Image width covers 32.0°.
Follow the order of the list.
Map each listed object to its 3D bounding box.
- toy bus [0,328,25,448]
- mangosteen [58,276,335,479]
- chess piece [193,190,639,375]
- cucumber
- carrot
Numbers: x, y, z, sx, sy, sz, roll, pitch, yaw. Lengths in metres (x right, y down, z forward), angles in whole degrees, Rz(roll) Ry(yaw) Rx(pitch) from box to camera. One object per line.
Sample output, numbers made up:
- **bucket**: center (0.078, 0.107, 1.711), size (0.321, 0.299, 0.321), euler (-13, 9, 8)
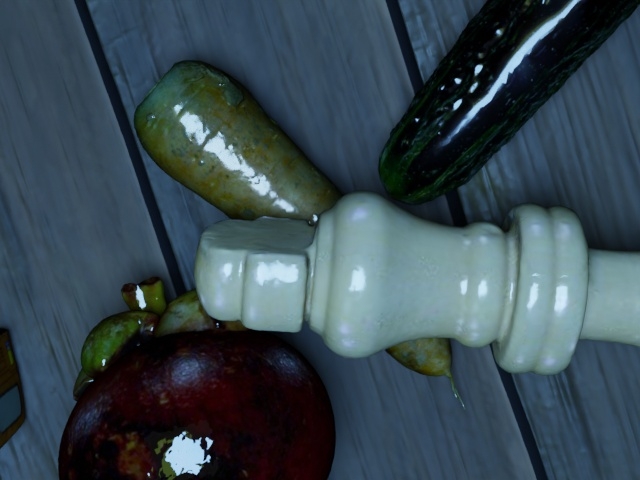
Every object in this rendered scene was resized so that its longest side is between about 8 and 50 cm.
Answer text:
- **toy bus**: center (-0.416, 0.132, 0.795), size (0.409, 0.093, 0.092), euler (-10, 102, 10)
- **mangosteen**: center (-0.086, 0.115, 0.716), size (0.200, 0.200, 0.199), euler (1, 97, 8)
- **chess piece**: center (0.124, 0.027, 0.660), size (0.397, 0.117, 0.117), euler (6, 98, -1)
- **cucumber**: center (0.122, -0.116, 0.696), size (0.074, 0.074, 0.241), euler (41, 102, 2)
- **carrot**: center (0.000, 0.000, 0.736), size (0.298, 0.078, 0.078), euler (45, 101, -5)
